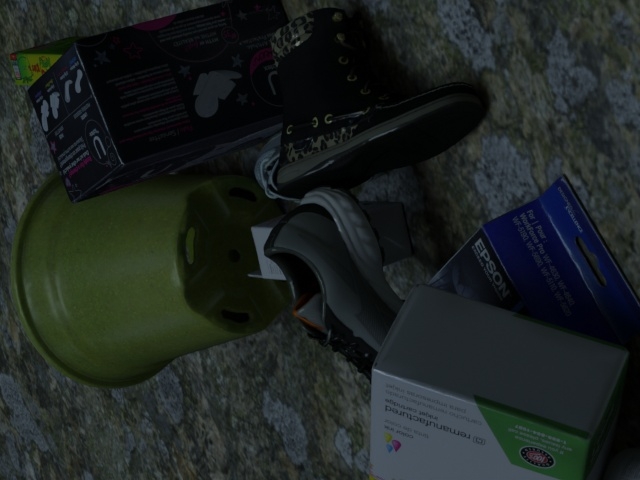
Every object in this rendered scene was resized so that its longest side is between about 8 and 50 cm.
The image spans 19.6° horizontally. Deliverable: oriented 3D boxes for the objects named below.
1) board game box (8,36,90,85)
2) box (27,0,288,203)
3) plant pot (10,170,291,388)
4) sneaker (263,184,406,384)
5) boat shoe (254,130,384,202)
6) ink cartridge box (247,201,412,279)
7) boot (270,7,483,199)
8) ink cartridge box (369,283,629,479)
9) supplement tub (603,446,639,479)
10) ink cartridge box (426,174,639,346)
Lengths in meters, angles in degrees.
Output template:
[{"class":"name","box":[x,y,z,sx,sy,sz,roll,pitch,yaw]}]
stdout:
[{"class":"board game box","box":[-0.310,-0.225,2.329,0.181,0.092,0.043,9,115,56]},{"class":"box","box":[-0.158,-0.151,1.977,0.163,0.247,0.142,-29,81,59]},{"class":"plant pot","box":[-0.172,0.027,2.124,0.254,0.276,0.276,-8,100,48]},{"class":"sneaker","box":[0.035,0.084,1.803,0.271,0.108,0.100,58,148,-7]},{"class":"boat shoe","box":[-0.022,-0.080,1.963,0.227,0.081,0.079,-6,102,58]},{"class":"ink cartridge box","box":[0.000,0.000,1.952,0.180,0.104,0.060,3,110,57]},{"class":"boot","box":[0.043,-0.155,1.805,0.236,0.085,0.179,-23,64,35]},{"class":"ink cartridge box","box":[0.155,0.194,1.681,0.201,0.117,0.278,17,140,16]},{"class":"supplement tub","box":[0.308,0.220,1.622,0.107,0.071,0.071,2,109,59]},{"class":"ink cartridge box","box":[0.174,0.087,1.769,0.165,0.065,0.333,61,147,16]}]
